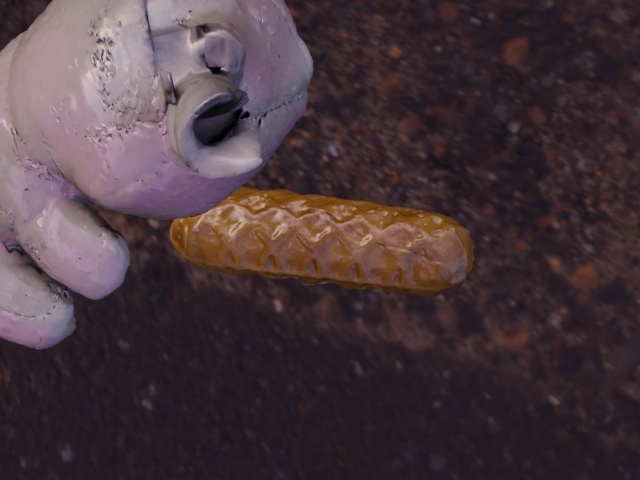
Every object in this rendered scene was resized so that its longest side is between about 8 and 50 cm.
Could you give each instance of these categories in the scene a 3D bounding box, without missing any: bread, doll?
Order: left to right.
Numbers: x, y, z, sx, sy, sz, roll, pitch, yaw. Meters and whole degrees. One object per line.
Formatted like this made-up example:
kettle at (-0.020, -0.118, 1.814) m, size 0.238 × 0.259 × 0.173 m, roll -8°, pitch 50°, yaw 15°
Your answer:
doll at (-0.081, -0.050, 0.609) m, size 0.192 × 0.149 × 0.095 m, roll -32°, pitch 122°, yaw 27°
bread at (0.000, 0.000, 0.815) m, size 0.157 × 0.052 × 0.044 m, roll 7°, pitch 71°, yaw 8°
